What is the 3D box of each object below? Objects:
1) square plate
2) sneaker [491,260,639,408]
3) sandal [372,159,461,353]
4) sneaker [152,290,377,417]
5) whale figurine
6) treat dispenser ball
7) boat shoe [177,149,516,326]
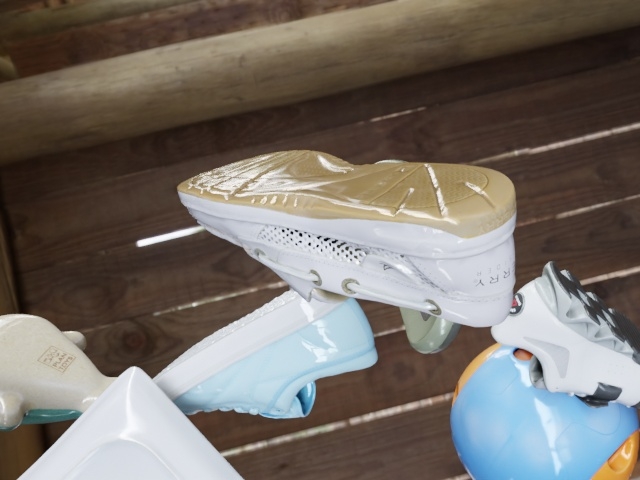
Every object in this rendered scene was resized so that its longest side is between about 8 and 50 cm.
[{"bbox_3d":[-0.224,0.385,0.748,0.344,0.347,0.049,46,180,2],"label":"square plate"},{"bbox_3d":[0.375,0.169,0.917,0.330,0.146,0.122,36,-153,-16],"label":"sneaker"},{"bbox_3d":[0.087,-0.001,0.776,0.303,0.086,0.120,-104,28,-51],"label":"sandal"},{"bbox_3d":[-0.090,0.182,0.842,0.150,0.366,0.135,58,-152,-2],"label":"sneaker"},{"bbox_3d":[-0.422,0.225,0.996,0.216,0.272,0.141,-71,2,-62],"label":"whale figurine"},{"bbox_3d":[0.355,0.295,1.056,0.288,0.288,0.288,166,90,-88],"label":"treat dispenser ball"},{"bbox_3d":[0.000,0.000,0.436,0.277,0.098,0.096,14,126,47],"label":"boat shoe"}]
